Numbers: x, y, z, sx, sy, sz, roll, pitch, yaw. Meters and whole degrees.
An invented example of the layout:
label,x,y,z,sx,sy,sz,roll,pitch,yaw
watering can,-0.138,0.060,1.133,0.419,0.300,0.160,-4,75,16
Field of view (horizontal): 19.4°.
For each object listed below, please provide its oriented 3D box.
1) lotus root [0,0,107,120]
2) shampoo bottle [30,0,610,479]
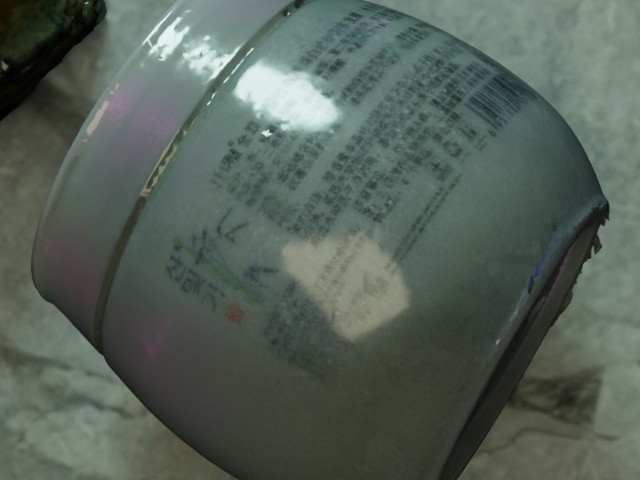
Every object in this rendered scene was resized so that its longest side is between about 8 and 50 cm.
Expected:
label,x,y,z,sx,sy,sz,roll,pitch,yaw
lotus root,-0.272,-0.180,1.131,0.267,0.149,0.260,-29,91,12
shampoo bottle,0.000,0.000,1.051,0.266,0.273,0.273,33,99,13
